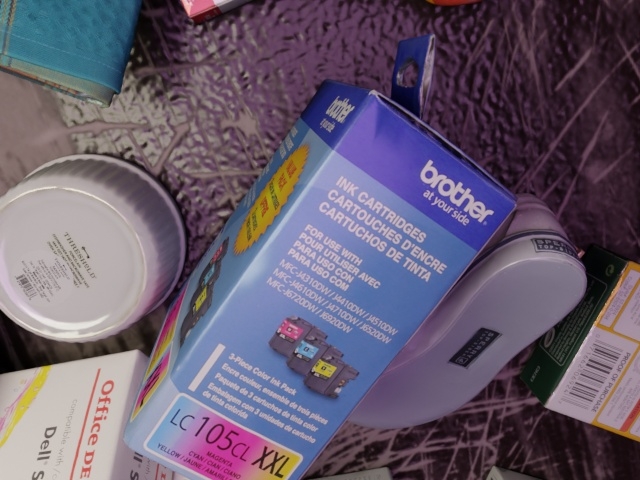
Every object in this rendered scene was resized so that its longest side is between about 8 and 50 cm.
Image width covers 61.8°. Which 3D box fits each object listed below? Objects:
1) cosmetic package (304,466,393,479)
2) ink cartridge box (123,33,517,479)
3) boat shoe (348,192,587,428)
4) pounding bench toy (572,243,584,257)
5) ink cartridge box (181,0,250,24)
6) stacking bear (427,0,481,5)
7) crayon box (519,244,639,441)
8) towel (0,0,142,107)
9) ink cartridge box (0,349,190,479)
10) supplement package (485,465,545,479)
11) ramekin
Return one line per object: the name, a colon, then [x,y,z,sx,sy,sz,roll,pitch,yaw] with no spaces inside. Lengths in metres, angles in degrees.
cosmetic package: [0.002,0.417,0.649,0.225,0.224,0.138,-9,105,-1]
ink cartridge box: [0.000,0.000,0.515,0.151,0.270,0.395,35,100,-16]
boat shoe: [0.133,0.081,0.621,0.136,0.156,0.367,19,132,-13]
pounding bench toy: [0.263,0.024,0.651,0.065,0.052,0.083,37,100,-12]
ink cartridge box: [-0.089,-0.295,0.541,0.135,0.056,0.099,-22,104,2]
stacking bear: [0.077,-0.314,0.474,0.289,0.175,0.164,18,131,-37]
crayon box: [0.452,0.161,0.684,0.323,0.083,0.203,22,102,-8]
towel: [-0.257,-0.319,0.418,0.272,0.040,0.370,14,81,-39]
ink cartridge box: [-0.266,0.240,0.550,0.354,0.207,0.119,-12,140,11]
supplement package: [0.320,0.443,0.657,0.204,0.262,0.145,20,103,-9]
ramekin: [-0.258,0.013,0.586,0.207,0.109,0.207,-1,105,-4]
